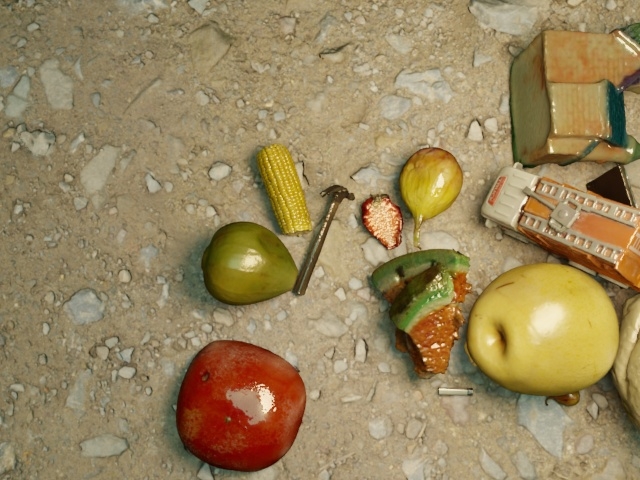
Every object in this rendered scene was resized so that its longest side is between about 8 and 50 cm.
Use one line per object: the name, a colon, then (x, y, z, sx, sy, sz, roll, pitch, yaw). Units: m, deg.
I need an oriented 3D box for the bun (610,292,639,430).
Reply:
bun: (0.759, 0.261, 1.253, 0.219, 0.365, 0.365, 3, 80, 46)

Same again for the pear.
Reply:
pear: (0.485, 0.197, 1.268, 0.309, 0.309, 0.309, 0, 83, 3)

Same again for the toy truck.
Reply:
toy truck: (0.542, -0.045, 1.260, 0.387, 0.207, 0.173, 32, 99, 48)

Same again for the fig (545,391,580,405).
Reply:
fig: (0.581, 0.378, 1.376, 0.083, 0.050, 0.050, -23, 81, 19)

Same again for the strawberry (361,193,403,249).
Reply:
strawberry: (0.157, -0.049, 1.455, 0.104, 0.048, 0.152, -18, 96, -6)

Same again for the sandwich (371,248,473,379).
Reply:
sandwich: (0.228, 0.176, 1.330, 0.250, 0.162, 0.301, -11, 89, 41)

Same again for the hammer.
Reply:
hammer: (0.001, 0.000, 1.446, 0.027, 0.125, 0.297, 25, 94, 41)

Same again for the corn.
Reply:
corn: (-0.091, -0.128, 1.454, 0.093, 0.093, 0.244, -20, 82, 1)

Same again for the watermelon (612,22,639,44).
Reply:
watermelon: (0.782, -0.484, 1.427, 0.080, 0.101, 0.155, 39, 56, -11)

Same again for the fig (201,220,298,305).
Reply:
fig: (-0.172, 0.053, 1.384, 0.230, 0.207, 0.207, -12, 82, -17)

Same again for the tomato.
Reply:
tomato: (-0.203, 0.407, 1.369, 0.338, 0.144, 0.338, -1, 83, 6)

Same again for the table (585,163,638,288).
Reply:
table: (0.820, -0.055, 1.340, 0.251, 0.196, 0.282, -14, 82, 2)

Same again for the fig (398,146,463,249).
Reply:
fig: (0.259, -0.096, 1.386, 0.159, 0.159, 0.257, 13, 69, 5)

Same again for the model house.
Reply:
model house: (0.637, -0.328, 1.374, 0.280, 0.245, 0.312, 0, 83, -4)

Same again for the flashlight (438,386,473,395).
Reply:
flashlight: (0.331, 0.370, 1.401, 0.083, 0.018, 0.018, 1, 81, 3)
